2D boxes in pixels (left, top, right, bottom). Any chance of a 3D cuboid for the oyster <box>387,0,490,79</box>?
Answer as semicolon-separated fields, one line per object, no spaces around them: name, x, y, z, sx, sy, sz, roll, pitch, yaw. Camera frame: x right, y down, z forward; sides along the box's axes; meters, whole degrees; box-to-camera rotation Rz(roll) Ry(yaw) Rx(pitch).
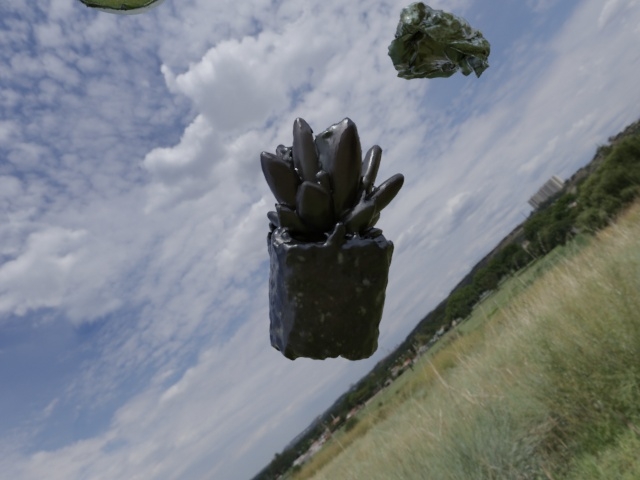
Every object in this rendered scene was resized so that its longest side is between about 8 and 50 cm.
oyster;0.093;-0.159;0.345;0.098;0.037;0.100;3;4;-14

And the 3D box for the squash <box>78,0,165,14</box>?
squash;-0.290;-0.410;0.570;0.220;0.220;0.133;-36;17;-12

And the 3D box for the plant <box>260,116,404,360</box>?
plant;0.000;0.000;0.595;0.194;0.320;0.181;3;-4;-17
